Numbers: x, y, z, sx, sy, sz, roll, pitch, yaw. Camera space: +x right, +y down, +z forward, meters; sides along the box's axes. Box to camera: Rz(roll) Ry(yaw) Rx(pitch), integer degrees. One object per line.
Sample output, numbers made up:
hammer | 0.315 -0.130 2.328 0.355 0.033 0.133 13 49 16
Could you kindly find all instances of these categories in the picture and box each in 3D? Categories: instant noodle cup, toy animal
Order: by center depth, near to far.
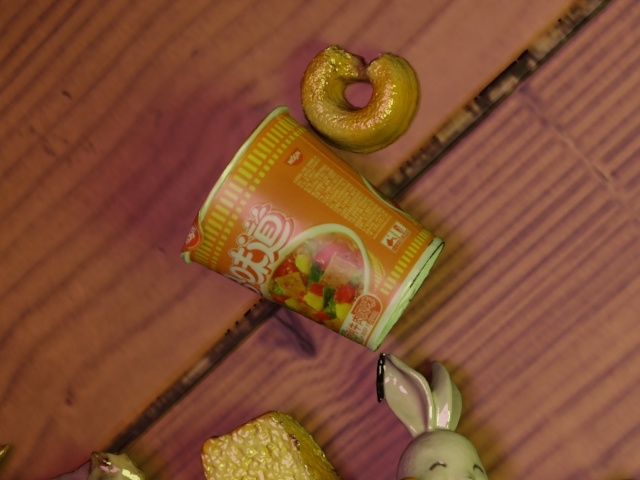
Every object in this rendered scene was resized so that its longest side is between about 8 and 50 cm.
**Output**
toy animal | 0.084 0.198 1.557 0.127 0.131 0.182 25 114 50
instant noodle cup | 0.000 0.000 1.576 0.185 0.168 0.168 32 98 7

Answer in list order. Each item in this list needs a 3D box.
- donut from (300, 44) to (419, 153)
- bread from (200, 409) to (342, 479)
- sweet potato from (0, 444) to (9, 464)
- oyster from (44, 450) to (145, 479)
donut | 0.030 -0.127 1.620 0.108 0.043 0.097 5 90 21
bread | -0.027 0.240 1.622 0.103 0.065 0.187 -38 78 11
sweet potato | -0.333 0.221 1.727 0.095 0.034 0.034 -38 80 15
oyster | -0.316 0.276 1.665 0.337 0.133 0.198 -23 106 10
